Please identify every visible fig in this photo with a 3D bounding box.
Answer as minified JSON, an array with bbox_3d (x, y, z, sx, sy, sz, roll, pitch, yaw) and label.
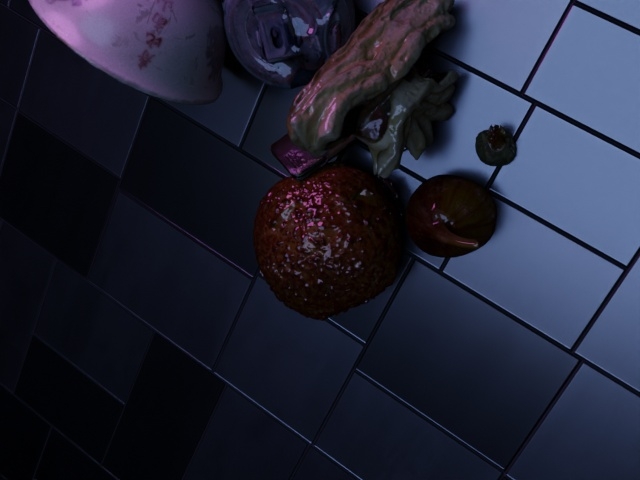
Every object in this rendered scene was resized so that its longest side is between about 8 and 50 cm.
[{"bbox_3d":[0.237,-0.035,1.367,0.175,0.207,0.175,10,116,22],"label":"fig"}]

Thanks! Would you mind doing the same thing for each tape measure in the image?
[{"bbox_3d":[-0.067,-0.437,1.416,0.256,0.147,0.275,-8,122,31],"label":"tape measure"}]

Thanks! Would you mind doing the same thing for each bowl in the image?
[{"bbox_3d":[-0.331,-0.481,1.412,0.435,0.434,0.196,45,116,11],"label":"bowl"}]

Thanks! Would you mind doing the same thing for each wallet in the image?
[{"bbox_3d":[0.015,-0.222,1.451,0.232,0.031,0.122,-36,56,-6],"label":"wallet"}]

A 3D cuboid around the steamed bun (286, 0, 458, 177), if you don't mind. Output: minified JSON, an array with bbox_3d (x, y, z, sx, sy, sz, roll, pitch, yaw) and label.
[{"bbox_3d":[0.131,-0.267,1.328,0.189,0.428,0.247,35,157,19],"label":"steamed bun"}]

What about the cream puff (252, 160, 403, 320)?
[{"bbox_3d":[0.000,0.005,1.478,0.350,0.228,0.351,6,103,27],"label":"cream puff"}]

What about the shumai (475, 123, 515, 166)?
[{"bbox_3d":[0.329,-0.176,1.364,0.082,0.080,0.083,-42,84,28],"label":"shumai"}]
